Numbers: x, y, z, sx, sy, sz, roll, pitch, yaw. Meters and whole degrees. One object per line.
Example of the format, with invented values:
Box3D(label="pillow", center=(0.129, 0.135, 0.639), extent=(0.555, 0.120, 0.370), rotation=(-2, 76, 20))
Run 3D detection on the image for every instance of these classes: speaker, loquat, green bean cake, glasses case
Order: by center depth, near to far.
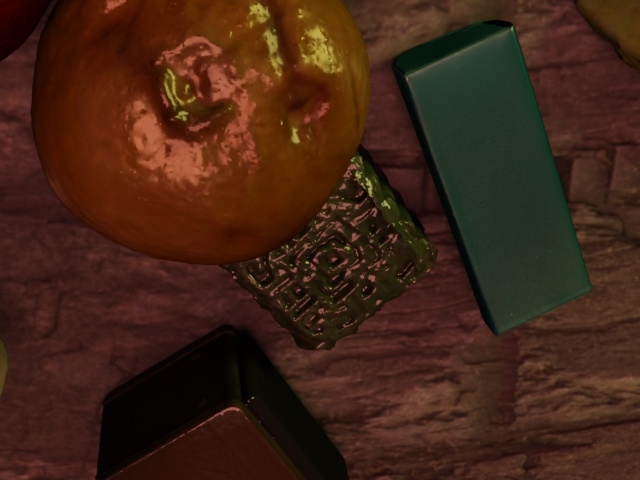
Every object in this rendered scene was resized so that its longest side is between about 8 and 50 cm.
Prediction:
Box3D(label="loquat", center=(-0.103, -0.119, 0.840), extent=(0.275, 0.284, 0.276), rotation=(-5, 109, -15))
Box3D(label="green bean cake", center=(0.000, 0.000, 1.017), extent=(0.173, 0.094, 0.181), rotation=(-36, 116, 9))
Box3D(label="glasses case", center=(0.170, -0.059, 1.031), extent=(0.117, 0.070, 0.301), rotation=(-24, 115, -3))
Box3D(label="speaker", center=(-0.095, 0.241, 1.088), extent=(0.192, 0.153, 0.231), rotation=(-32, 116, 7))

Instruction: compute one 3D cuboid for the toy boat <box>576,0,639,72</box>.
Box3D(label="toy boat", center=(0.369, -0.177, 0.989), extent=(0.276, 0.084, 0.111), rotation=(30, 110, -21))

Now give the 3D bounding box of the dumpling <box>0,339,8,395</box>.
Box3D(label="dumpling", center=(-0.488, 0.180, 0.915), extent=(0.394, 0.316, 0.233), rotation=(-6, 121, 5))

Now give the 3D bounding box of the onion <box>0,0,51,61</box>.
Box3D(label="onion", center=(-0.267, -0.237, 0.780), extent=(0.161, 0.248, 0.248), rotation=(23, 111, -30))
